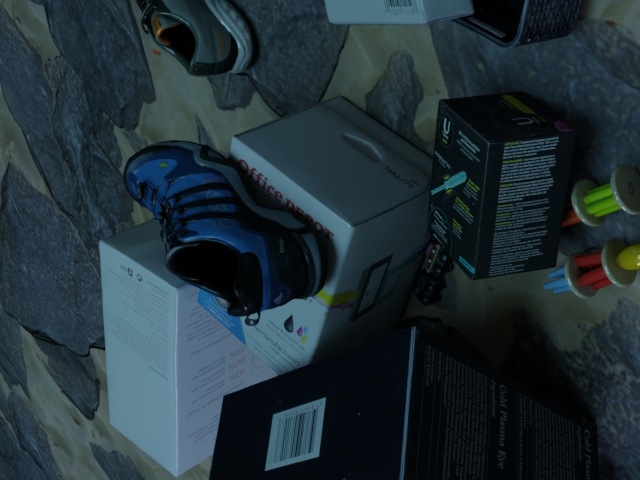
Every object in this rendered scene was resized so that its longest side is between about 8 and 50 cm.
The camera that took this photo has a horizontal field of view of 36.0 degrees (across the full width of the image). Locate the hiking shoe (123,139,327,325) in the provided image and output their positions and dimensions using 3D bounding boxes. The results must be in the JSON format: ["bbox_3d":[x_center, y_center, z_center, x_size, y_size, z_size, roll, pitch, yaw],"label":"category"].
[{"bbox_3d":[-0.134,-0.022,1.094,0.304,0.132,0.113,30,128,32],"label":"hiking shoe"}]

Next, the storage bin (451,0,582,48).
[{"bbox_3d":[0.192,-0.289,0.942,0.122,0.084,0.180,41,135,40],"label":"storage bin"}]

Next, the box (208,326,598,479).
[{"bbox_3d":[0.092,0.275,1.144,0.312,0.179,0.343,28,144,-31],"label":"box"}]

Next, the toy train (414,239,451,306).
[{"bbox_3d":[0.147,0.017,1.211,0.036,0.027,0.158,48,138,32],"label":"toy train"}]

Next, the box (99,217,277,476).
[{"bbox_3d":[-0.189,0.139,1.474,0.168,0.215,0.345,28,128,33],"label":"box"}]

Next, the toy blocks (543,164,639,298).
[{"bbox_3d":[0.283,-0.002,1.040,0.148,0.054,0.123,-25,93,49],"label":"toy blocks"}]

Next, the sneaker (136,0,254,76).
[{"bbox_3d":[-0.205,-0.324,1.326,0.271,0.108,0.100,47,139,18],"label":"sneaker"}]

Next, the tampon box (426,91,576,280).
[{"bbox_3d":[0.187,-0.060,1.040,0.120,0.101,0.161,-123,30,-55],"label":"tampon box"}]

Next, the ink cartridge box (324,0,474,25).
[{"bbox_3d":[0.052,-0.343,1.003,0.275,0.060,0.238,-147,43,-68],"label":"ink cartridge box"}]

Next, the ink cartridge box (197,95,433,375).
[{"bbox_3d":[0.000,0.000,1.219,0.198,0.197,0.270,38,132,26],"label":"ink cartridge box"}]
